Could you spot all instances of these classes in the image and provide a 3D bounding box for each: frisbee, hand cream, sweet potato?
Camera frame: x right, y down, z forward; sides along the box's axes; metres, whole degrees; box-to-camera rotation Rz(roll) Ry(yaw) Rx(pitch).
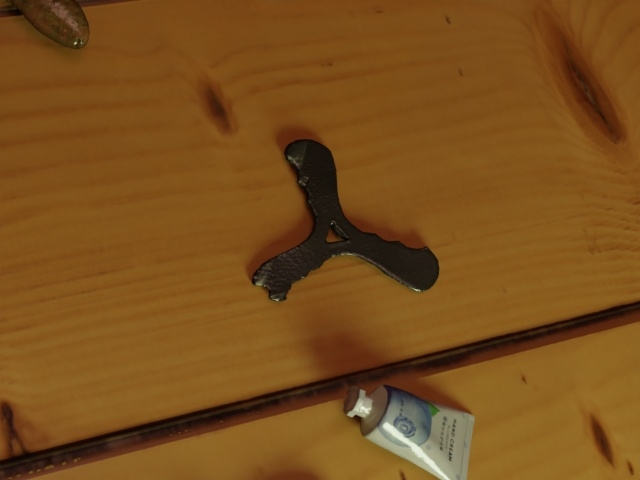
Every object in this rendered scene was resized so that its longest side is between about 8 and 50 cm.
[{"bbox_3d":[0.000,0.000,1.663,0.187,0.012,0.211,-33,77,-32],"label":"frisbee"},{"bbox_3d":[0.088,0.179,1.572,0.142,0.053,0.084,25,54,-18],"label":"hand cream"},{"bbox_3d":[-0.317,-0.271,1.675,0.214,0.050,0.050,41,55,3],"label":"sweet potato"}]
